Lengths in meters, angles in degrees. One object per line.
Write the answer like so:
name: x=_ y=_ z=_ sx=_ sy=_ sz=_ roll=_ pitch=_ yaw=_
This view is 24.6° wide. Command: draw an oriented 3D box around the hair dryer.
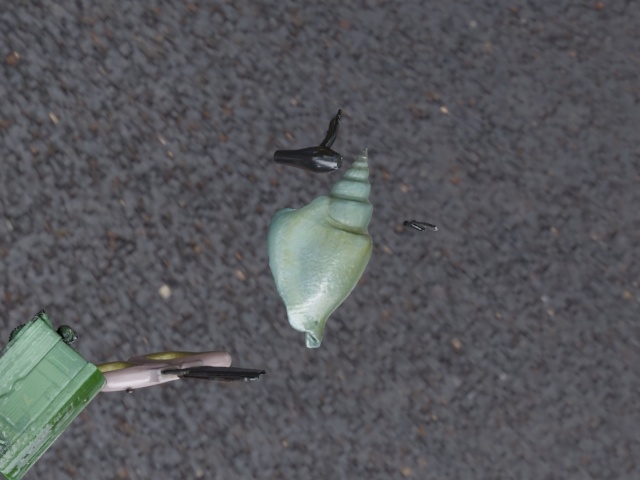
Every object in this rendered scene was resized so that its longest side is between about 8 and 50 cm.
hair dryer: x=-0.003 y=-0.110 z=1.604 sx=0.083 sy=0.079 sz=0.031 roll=-64 pitch=147 yaw=-29

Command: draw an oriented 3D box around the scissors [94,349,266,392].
scissors: x=-0.132 y=0.126 z=1.393 sx=0.160 sy=0.317 sz=0.024 roll=-8 pitch=91 yaw=-29

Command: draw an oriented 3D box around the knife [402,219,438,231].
knife: x=0.124 y=-0.018 z=1.809 sx=0.023 sy=0.170 sz=0.010 roll=28 pitch=87 yaw=-8

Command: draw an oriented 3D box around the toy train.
toy train: x=-0.163 y=0.087 z=0.809 sx=0.093 sy=0.056 sz=0.038 roll=-49 pitch=164 yaw=-17

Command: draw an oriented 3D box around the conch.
conch: x=0.006 y=0.002 z=1.260 sx=0.088 sy=0.065 sz=0.180 roll=25 pitch=80 yaw=-42
